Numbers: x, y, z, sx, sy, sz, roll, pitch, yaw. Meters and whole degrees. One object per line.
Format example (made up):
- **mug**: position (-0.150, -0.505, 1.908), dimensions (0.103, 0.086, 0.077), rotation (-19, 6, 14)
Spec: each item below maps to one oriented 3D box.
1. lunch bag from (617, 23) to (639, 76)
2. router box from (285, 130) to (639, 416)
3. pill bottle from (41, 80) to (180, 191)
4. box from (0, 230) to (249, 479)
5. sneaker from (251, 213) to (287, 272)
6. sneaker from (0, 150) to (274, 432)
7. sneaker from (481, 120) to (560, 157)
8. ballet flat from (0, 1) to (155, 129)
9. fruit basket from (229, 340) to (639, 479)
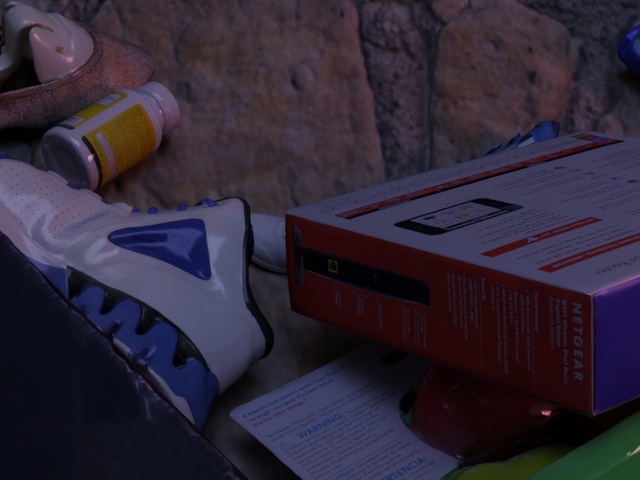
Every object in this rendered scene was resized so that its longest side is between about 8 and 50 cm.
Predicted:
- **lunch bag**: position (0.447, -0.176, 1.422), dimensions (0.293, 0.138, 0.221), rotation (-33, 56, -18)
- **router box**: position (0.195, 0.005, 1.086), dimensions (0.335, 0.082, 0.301), rotation (-16, 20, -35)
- **pill bottle**: position (-0.179, -0.092, 1.290), dimensions (0.065, 0.065, 0.116), rotation (33, 50, 26)
- **box**: position (-0.216, 0.298, 0.519), dimensions (0.472, 0.480, 0.297), rotation (-35, 57, -21)
- **sneaker**: position (0.000, 0.000, 1.216), dimensions (0.152, 0.061, 0.053), rotation (17, 47, 14)
- **sneaker**: position (-0.154, 0.020, 1.147), dimensions (0.315, 0.127, 0.182), rotation (39, 48, 21)
- **sneaker**: position (0.168, -0.065, 1.307), dimensions (0.059, 0.053, 0.144), rotation (22, 45, 19)
- **ballet flat**: position (-0.290, -0.149, 1.308), dimensions (0.316, 0.106, 0.107), rotation (-20, 49, -25)
- **fruit basket**: position (0.167, 0.151, 1.039), dimensions (0.327, 0.165, 0.353), rotation (-25, 35, -30)
